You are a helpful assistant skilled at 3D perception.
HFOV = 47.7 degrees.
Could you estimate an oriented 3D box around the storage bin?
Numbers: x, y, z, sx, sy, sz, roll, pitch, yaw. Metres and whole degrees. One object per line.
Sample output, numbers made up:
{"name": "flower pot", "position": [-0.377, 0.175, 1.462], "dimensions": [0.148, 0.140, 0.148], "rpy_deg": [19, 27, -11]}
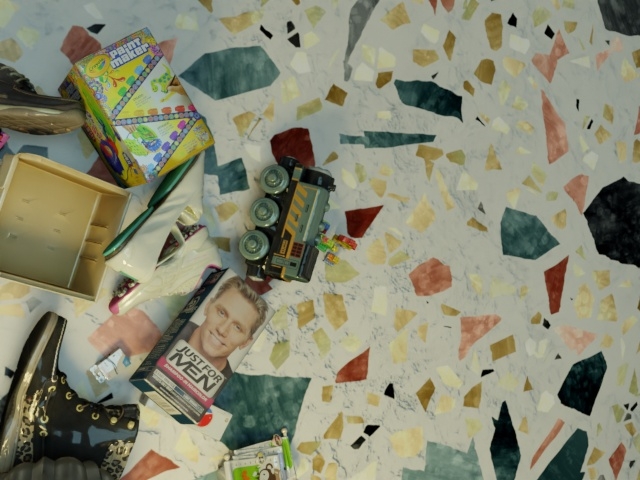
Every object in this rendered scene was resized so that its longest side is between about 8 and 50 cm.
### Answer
{"name": "storage bin", "position": [-0.586, -0.028, 1.579], "dimensions": [0.260, 0.123, 0.262], "rpy_deg": [25, 79, -48]}

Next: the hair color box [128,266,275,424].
{"name": "hair color box", "position": [-0.278, 0.250, 1.748], "dimensions": [0.174, 0.105, 0.347], "rpy_deg": [46, 57, -18]}

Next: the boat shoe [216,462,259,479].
{"name": "boat shoe", "position": [-0.164, 0.698, 1.853], "dimensions": [0.094, 0.109, 0.302], "rpy_deg": [-26, 99, -29]}

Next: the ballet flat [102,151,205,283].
{"name": "ballet flat", "position": [-0.355, -0.053, 1.692], "dimensions": [0.139, 0.139, 0.400], "rpy_deg": [46, 46, -20]}

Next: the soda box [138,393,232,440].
{"name": "soda box", "position": [-0.331, 0.414, 1.786], "dimensions": [0.216, 0.069, 0.074], "rpy_deg": [32, 76, -23]}

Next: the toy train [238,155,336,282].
{"name": "toy train", "position": [-0.080, -0.046, 1.839], "dimensions": [0.190, 0.142, 0.334], "rpy_deg": [14, 80, 11]}

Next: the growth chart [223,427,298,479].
{"name": "growth chart", "position": [-0.150, 0.592, 1.843], "dimensions": [0.237, 0.021, 0.172], "rpy_deg": [-8, 75, -47]}

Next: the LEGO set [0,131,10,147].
{"name": "LEGO set", "position": [-0.779, -0.170, 1.528], "dimensions": [0.227, 0.087, 0.093], "rpy_deg": [-53, 135, -7]}

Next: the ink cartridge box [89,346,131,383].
{"name": "ink cartridge box", "position": [-0.499, 0.299, 1.722], "dimensions": [0.083, 0.028, 0.048], "rpy_deg": [-39, 106, -21]}

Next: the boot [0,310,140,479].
{"name": "boot", "position": [-0.550, 0.367, 1.635], "dimensions": [0.284, 0.138, 0.378], "rpy_deg": [17, 86, -25]}

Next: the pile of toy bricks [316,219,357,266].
{"name": "pile of toy bricks", "position": [0.000, 0.000, 1.933], "dimensions": [0.212, 0.105, 0.118], "rpy_deg": [33, 76, -23]}

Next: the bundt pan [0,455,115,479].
{"name": "bundt pan", "position": [-0.581, 0.584, 1.566], "dimensions": [0.330, 0.124, 0.331], "rpy_deg": [-9, 131, -10]}

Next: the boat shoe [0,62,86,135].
{"name": "boat shoe", "position": [-0.671, -0.308, 1.522], "dimensions": [0.355, 0.132, 0.130], "rpy_deg": [6, 80, -2]}

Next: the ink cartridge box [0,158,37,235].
{"name": "ink cartridge box", "position": [-0.707, -0.097, 1.595], "dimensions": [0.109, 0.063, 0.151], "rpy_deg": [22, 79, -26]}

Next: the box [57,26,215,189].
{"name": "box", "position": [-0.417, -0.281, 1.617], "dimensions": [0.177, 0.290, 0.279], "rpy_deg": [-35, 105, -22]}

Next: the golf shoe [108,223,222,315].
{"name": "golf shoe", "position": [-0.364, 0.095, 1.747], "dimensions": [0.306, 0.115, 0.140], "rpy_deg": [-41, 111, -20]}
